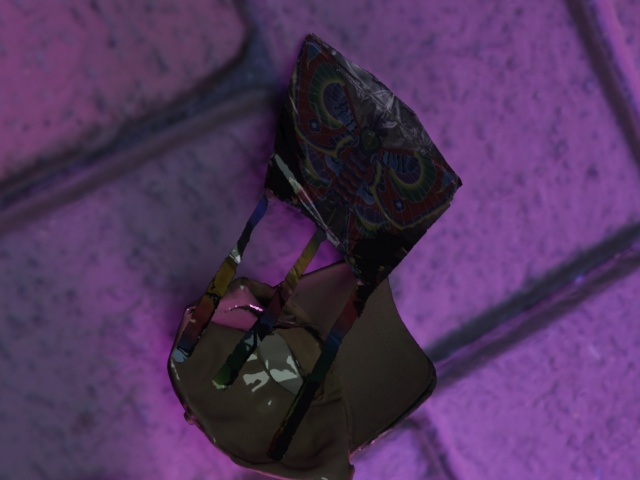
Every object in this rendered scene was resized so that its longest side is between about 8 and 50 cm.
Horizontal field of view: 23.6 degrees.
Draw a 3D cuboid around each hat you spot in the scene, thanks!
[{"bbox_3d":[-0.006,0.086,0.998,0.175,0.085,0.147,-21,86,-46],"label":"hat"}]

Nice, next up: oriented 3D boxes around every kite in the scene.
[{"bbox_3d":[0.000,0.000,0.963,0.152,0.015,0.285,42,52,-18],"label":"kite"}]
